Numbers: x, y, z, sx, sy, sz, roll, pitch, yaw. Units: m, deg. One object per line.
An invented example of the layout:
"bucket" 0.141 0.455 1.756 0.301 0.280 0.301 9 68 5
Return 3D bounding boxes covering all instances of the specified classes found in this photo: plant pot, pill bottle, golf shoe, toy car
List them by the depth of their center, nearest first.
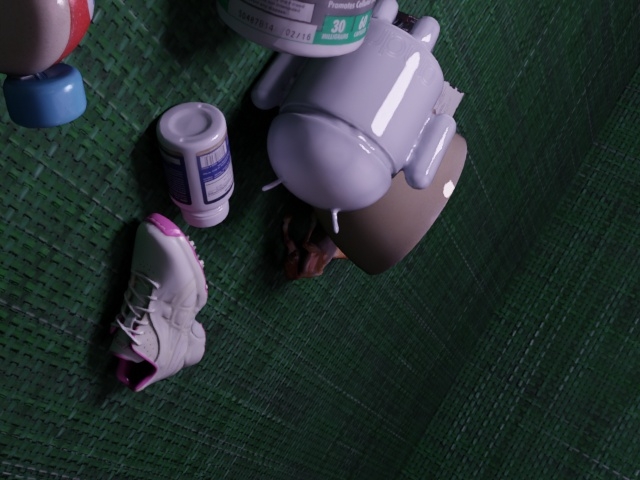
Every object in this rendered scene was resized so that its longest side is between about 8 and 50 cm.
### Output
"toy car" -0.272 -0.258 0.970 0.238 0.210 0.219 -50 143 -51
"pill bottle" 0.000 -0.427 1.249 0.204 0.204 0.361 -30 144 -48
"pill bottle" -0.170 -0.100 1.412 0.094 0.094 0.169 -45 150 -32
"golf shoe" -0.240 0.101 1.466 0.140 0.115 0.306 -37 144 -36
"plant pot" 0.081 -0.111 1.712 0.284 0.191 0.284 -52 -165 19

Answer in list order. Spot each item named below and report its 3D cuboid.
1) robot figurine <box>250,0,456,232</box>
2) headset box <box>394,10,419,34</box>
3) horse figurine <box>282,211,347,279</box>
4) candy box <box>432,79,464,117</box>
"robot figurine" 0.050 -0.190 1.518 0.353 0.300 0.200 -62 173 -16
"headset box" 0.125 -0.353 1.744 0.083 0.062 0.032 -47 150 -27
"horse figurine" 0.000 0.000 1.862 0.263 0.066 0.174 -39 141 -43
"candy box" 0.176 -0.244 1.936 0.233 0.071 0.159 12 104 -63
